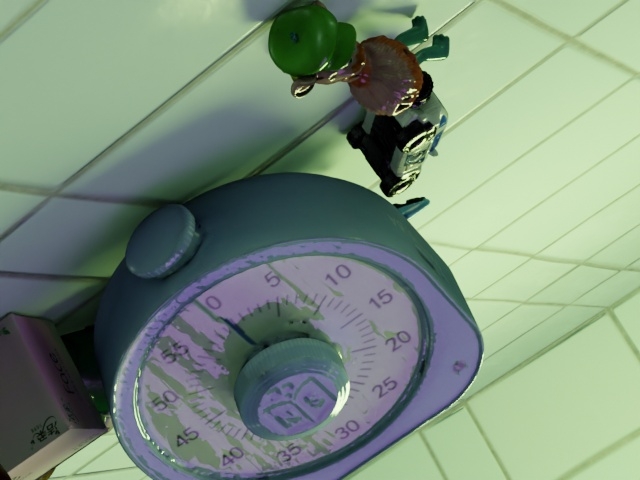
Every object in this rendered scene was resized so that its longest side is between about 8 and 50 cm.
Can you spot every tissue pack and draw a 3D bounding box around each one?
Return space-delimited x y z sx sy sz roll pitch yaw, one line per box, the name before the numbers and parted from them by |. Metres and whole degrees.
tissue pack | -0.366 0.200 1.647 0.246 0.148 0.092 -35 161 12

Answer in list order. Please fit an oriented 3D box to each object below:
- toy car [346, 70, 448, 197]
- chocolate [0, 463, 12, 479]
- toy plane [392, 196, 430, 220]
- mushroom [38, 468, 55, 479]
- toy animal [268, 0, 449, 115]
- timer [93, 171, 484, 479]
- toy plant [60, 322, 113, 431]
toy car | 0.081 -0.116 1.567 0.070 0.080 0.170 -28 162 -18
chocolate | -0.405 0.260 1.216 0.383 0.331 0.383 -56 170 -16
toy plane | -0.002 -0.006 1.702 0.246 0.078 0.169 -26 141 5
mushroom | -0.415 0.272 1.820 0.231 0.138 0.194 -30 153 -38
toy animal | 0.028 -0.158 1.380 0.103 0.100 0.208 7 -170 35
timer | -0.053 0.105 1.608 0.395 0.173 0.395 -9 130 -11
toy plant | -0.206 0.142 1.784 0.243 0.112 0.232 -20 151 -27
